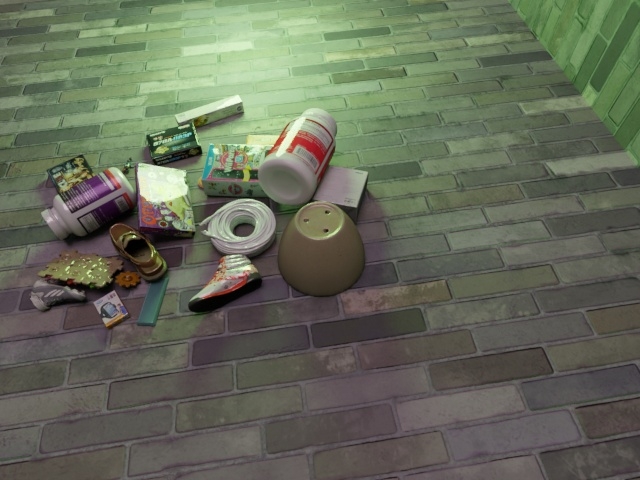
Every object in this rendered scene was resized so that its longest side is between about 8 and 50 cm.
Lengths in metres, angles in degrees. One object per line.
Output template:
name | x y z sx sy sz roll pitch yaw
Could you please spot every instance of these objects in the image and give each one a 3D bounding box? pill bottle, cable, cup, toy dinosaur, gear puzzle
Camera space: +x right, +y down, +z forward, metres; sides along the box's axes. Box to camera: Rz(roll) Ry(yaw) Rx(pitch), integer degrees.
pill bottle | -0.898 -0.139 1.759 0.323 0.181 0.181 -35 61 -21
cable | -0.299 -0.043 1.731 0.257 0.089 0.257 34 61 22
cup | 0.000 0.000 1.600 0.331 0.237 0.331 -1 55 1
pill bottle | -0.072 -0.347 1.794 0.229 0.229 0.407 14 50 12
toy dinosaur | -0.856 -0.335 1.986 0.090 0.047 0.082 -24 38 -3
gear puzzle | -0.824 0.120 1.649 0.339 0.044 0.175 10 33 0

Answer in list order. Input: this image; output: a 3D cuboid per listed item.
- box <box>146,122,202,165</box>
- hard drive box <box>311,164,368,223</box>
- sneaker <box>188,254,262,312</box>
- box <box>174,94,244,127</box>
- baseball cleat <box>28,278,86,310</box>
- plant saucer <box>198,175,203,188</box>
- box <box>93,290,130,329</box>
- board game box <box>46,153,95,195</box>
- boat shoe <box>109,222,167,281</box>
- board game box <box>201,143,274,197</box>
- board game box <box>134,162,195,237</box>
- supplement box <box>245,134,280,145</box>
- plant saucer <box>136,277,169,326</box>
box | -0.665 -0.439 2.045 0.220 0.051 0.175 -18 56 -10
hard drive box | 0.082 -0.191 1.803 0.181 0.089 0.232 12 47 11
sneaker | -0.356 0.146 1.598 0.270 0.090 0.145 -24 56 -19
box | -0.530 -0.610 2.156 0.324 0.063 0.067 -24 59 -15
baseball cleat | -0.934 0.206 1.594 0.206 0.072 0.109 12 69 16
plant saucer | -0.485 -0.256 1.933 0.083 0.013 0.083 0 54 1
box | -0.737 0.237 1.580 0.081 0.028 0.136 -34 62 -20
board game box | -1.054 -0.256 1.931 0.165 0.042 0.243 -32 60 -19
boat shoe | -0.686 0.018 1.672 0.324 0.120 0.122 34 62 29
board game box | -0.328 -0.298 1.901 0.303 0.097 0.224 1 53 -1
board game box | -0.624 -0.164 1.795 0.208 0.056 0.347 2 50 -29
supplement box | -0.213 -0.416 2.001 0.233 0.080 0.078 3 54 2
plant saucer | -0.597 0.213 1.600 0.067 0.018 0.192 2 54 3
